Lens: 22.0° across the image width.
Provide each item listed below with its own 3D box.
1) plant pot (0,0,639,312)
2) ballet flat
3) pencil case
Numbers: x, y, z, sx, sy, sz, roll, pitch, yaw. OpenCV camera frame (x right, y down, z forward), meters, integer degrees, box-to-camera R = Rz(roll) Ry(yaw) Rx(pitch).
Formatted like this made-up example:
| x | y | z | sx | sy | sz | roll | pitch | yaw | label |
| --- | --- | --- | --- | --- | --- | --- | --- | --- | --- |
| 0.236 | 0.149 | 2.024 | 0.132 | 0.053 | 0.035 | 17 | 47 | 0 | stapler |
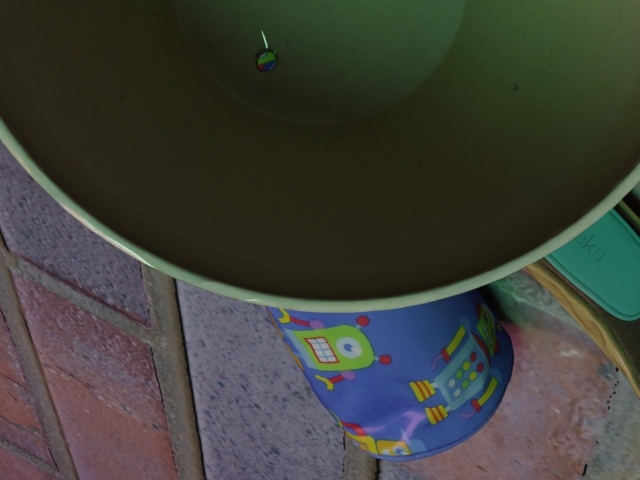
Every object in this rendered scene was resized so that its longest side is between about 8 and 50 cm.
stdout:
| x | y | z | sx | sy | sz | roll | pitch | yaw | label |
| --- | --- | --- | --- | --- | --- | --- | --- | --- | --- |
| 0.001 | -0.118 | 0.656 | 0.284 | 0.284 | 0.191 | 36 | 179 | -3 | plant pot |
| 0.178 | 0.034 | 0.903 | 0.232 | 0.080 | 0.073 | 48 | 179 | -19 | ballet flat |
| 0.000 | 0.000 | 0.973 | 0.133 | 0.119 | 0.306 | -14 | 130 | 27 | pencil case |
